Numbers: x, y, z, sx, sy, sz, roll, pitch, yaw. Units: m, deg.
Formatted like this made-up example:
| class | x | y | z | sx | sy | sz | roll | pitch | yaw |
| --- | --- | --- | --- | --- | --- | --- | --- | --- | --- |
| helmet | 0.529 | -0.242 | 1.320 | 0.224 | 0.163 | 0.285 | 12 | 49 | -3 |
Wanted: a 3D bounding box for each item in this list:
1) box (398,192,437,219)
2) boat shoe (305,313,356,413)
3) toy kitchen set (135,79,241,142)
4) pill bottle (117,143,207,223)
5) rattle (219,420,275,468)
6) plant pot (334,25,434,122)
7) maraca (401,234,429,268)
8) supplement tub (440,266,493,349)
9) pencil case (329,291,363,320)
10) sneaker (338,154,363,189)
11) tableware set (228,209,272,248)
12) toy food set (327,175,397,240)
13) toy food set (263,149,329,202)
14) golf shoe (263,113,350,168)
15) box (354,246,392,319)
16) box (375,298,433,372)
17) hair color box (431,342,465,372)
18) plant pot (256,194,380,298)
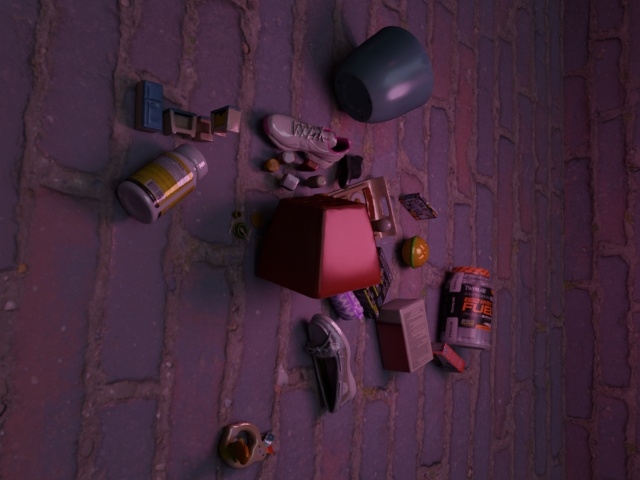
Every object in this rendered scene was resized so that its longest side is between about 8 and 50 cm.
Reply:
| class | x | y | z | sx | sy | sz | roll | pitch | yaw |
| --- | --- | --- | --- | --- | --- | --- | --- | --- | --- |
| box | 0.375 | -0.129 | 2.180 | 0.137 | 0.094 | 0.027 | 42 | 59 | -35 |
| boat shoe | 0.026 | 0.383 | 1.778 | 0.103 | 0.118 | 0.320 | -33 | 117 | -46 |
| toy kitchen set | -0.331 | -0.333 | 1.431 | 0.207 | 0.166 | 0.122 | 3 | 85 | -45 |
| pill bottle | -0.382 | -0.145 | 1.399 | 0.208 | 0.119 | 0.119 | -47 | 119 | -37 |
| rattle | -0.164 | 0.566 | 1.558 | 0.200 | 0.143 | 0.130 | 30 | 48 | -34 |
| plant pot | 0.192 | -0.528 | 1.905 | 0.235 | 0.293 | 0.293 | -37 | 113 | -23 |
| maraca | 0.365 | 0.045 | 2.160 | 0.186 | 0.099 | 0.127 | 13 | 85 | -70 |
| supplement tub | 0.595 | 0.274 | 2.302 | 0.193 | 0.193 | 0.316 | 19 | 73 | -43 |
| pencil case | 0.068 | 0.165 | 1.853 | 0.086 | 0.088 | 0.206 | -46 | 119 | -34 |
| sneaker | 0.108 | -0.231 | 1.934 | 0.089 | 0.051 | 0.170 | 29 | 49 | -35 |
| tableware set | -0.193 | -0.041 | 1.650 | 0.154 | 0.024 | 0.104 | 29 | 67 | -40 |
| toy food set | 0.142 | -0.080 | 1.942 | 0.306 | 0.092 | 0.219 | -23 | 104 | -44 |
| toy food set | -0.074 | -0.198 | 1.756 | 0.232 | 0.104 | 0.111 | 27 | 81 | -22 |
| golf shoe | -0.035 | -0.323 | 1.743 | 0.306 | 0.140 | 0.115 | 17 | 65 | -43 |
| box | 0.186 | 0.147 | 1.961 | 0.184 | 0.045 | 0.190 | -63 | 147 | -28 |
| box | 0.298 | 0.338 | 2.044 | 0.149 | 0.127 | 0.232 | -16 | 98 | -44 |
| hair color box | 0.490 | 0.465 | 2.253 | 0.167 | 0.093 | 0.053 | 44 | 58 | -33 |
| plant pot | 0.000 | 0.000 | 1.628 | 0.267 | 0.267 | 0.235 | -8 | 107 | -43 |
